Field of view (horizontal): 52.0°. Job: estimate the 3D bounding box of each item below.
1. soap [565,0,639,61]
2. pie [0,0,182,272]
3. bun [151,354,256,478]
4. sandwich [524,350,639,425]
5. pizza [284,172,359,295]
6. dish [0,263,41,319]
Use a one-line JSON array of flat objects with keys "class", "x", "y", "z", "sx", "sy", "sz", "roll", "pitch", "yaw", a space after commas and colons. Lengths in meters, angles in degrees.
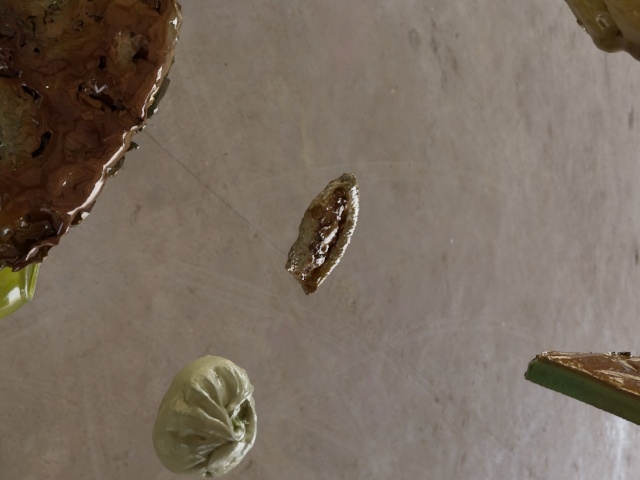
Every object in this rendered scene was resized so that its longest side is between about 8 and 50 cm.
[{"class": "soap", "x": 0.299, "y": -0.302, "z": 0.581, "sx": 0.335, "sy": 0.293, "sz": 0.156, "roll": 38, "pitch": 94, "yaw": -30}, {"class": "pie", "x": -0.214, "y": -0.120, "z": 0.354, "sx": 0.309, "sy": 0.085, "sz": 0.308, "roll": -10, "pitch": 111, "yaw": -28}, {"class": "bun", "x": -0.221, "y": 0.369, "z": 1.339, "sx": 0.259, "sy": 0.160, "sz": 0.259, "roll": -10, "pitch": 103, "yaw": -49}, {"class": "sandwich", "x": 0.463, "y": 0.225, "z": 0.969, "sx": 0.212, "sy": 0.245, "sz": 0.063, "roll": -122, "pitch": -143, "yaw": -78}, {"class": "pizza", "x": 0.005, "y": -0.004, "z": 1.185, "sx": 0.134, "sy": 0.056, "sz": 0.271, "roll": -8, "pitch": 133, "yaw": -53}, {"class": "dish", "x": -0.626, "y": 0.045, "z": 1.318, "sx": 0.221, "sy": 0.109, "sz": 0.262, "roll": 109, "pitch": -18, "yaw": -44}]
